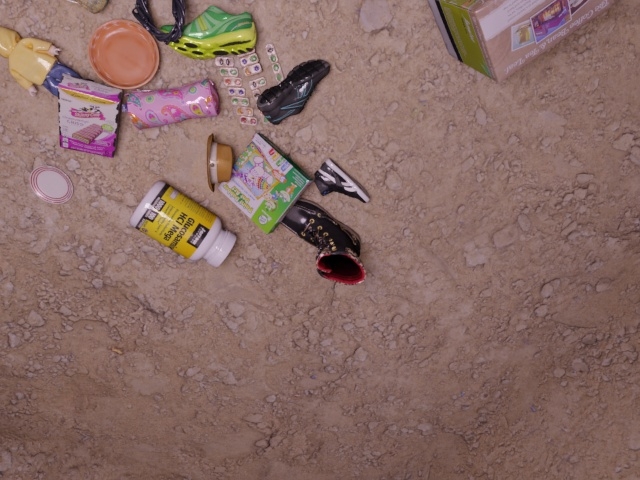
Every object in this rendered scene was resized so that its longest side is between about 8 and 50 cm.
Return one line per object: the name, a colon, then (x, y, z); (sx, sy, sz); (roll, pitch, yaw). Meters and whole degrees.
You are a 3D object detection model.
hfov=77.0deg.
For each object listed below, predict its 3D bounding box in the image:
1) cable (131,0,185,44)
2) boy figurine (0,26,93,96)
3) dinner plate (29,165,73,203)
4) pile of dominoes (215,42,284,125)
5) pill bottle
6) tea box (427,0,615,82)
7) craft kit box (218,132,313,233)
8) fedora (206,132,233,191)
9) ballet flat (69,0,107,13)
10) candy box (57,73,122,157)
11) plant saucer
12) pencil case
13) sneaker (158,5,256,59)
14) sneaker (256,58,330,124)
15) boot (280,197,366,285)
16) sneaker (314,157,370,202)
cable: (-0.440, -0.645, 1.129); (0.184, 0.047, 0.150); (46, 107, 7)
boy figurine: (-0.855, -0.524, 1.209); (0.285, 0.092, 0.177); (32, 111, -18)
dinner plate: (-0.942, -0.196, 1.412); (0.141, 0.017, 0.141); (-2, 116, -4)
pile of dominoes: (-0.210, -0.496, 1.301); (0.196, 0.040, 0.251); (-17, 117, 4)
pill bottle: (-0.477, -0.047, 1.428); (0.334, 0.188, 0.188); (34, 110, -20)
tea box: (0.523, -0.659, 1.098); (0.329, 0.323, 0.220); (-34, 128, 12)
craft kit box: (-0.194, -0.195, 1.393); (0.250, 0.061, 0.247); (42, 111, 7)
fedora: (-0.332, -0.257, 1.338); (0.079, 0.194, 0.194); (0, 117, -10)
ballet flat: (-0.755, -0.753, 1.093); (0.348, 0.123, 0.123); (30, 111, -18)
candy box: (-0.711, -0.375, 1.242); (0.159, 0.071, 0.233); (9, 140, -25)
plant saucer: (-0.588, -0.556, 1.213); (0.200, 0.037, 0.200); (-1, 96, -10)
pencil case: (-0.465, -0.431, 1.271); (0.284, 0.124, 0.124); (-9, 117, 2)
sneaker: (-0.334, -0.624, 1.205); (0.295, 0.109, 0.124); (1, 80, 5)
sneaker: (-0.079, -0.479, 1.295); (0.267, 0.101, 0.106); (-35, 140, 0)
boot: (0.000, 0.000, 1.434); (0.377, 0.284, 0.138); (31, 111, -19)
sneaker: (0.068, -0.188, 1.467); (0.217, 0.079, 0.121); (41, 111, -13)
